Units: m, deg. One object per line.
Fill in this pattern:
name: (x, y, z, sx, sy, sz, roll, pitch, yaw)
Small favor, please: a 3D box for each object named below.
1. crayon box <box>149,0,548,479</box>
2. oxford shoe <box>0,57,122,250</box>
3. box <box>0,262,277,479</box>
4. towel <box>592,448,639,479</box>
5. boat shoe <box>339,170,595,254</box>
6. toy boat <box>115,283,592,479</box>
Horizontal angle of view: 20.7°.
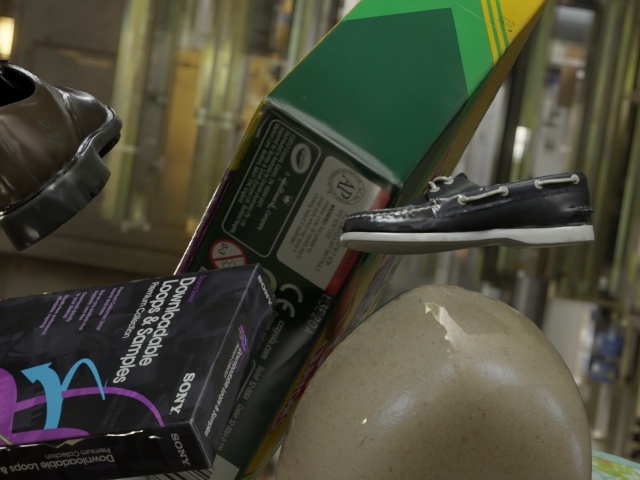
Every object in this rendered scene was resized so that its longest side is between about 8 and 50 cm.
crayon box: (0.000, 0.000, 1.197, 0.313, 0.106, 0.363, -49, -10, -52)
oxford shoe: (-0.174, -0.072, 1.046, 0.096, 0.083, 0.227, 52, -178, -14)
box: (-0.109, 0.061, 0.772, 0.116, 0.162, 0.029, -70, -33, -54)
towel: (0.179, 0.235, 1.307, 0.320, 0.374, 0.090, -99, 24, -73)
boat shoe: (0.070, -0.014, 0.839, 0.046, 0.125, 0.038, 135, 132, -82)
toy boat: (0.001, 0.145, 1.014, 0.148, 0.318, 0.268, -124, 30, -58)
